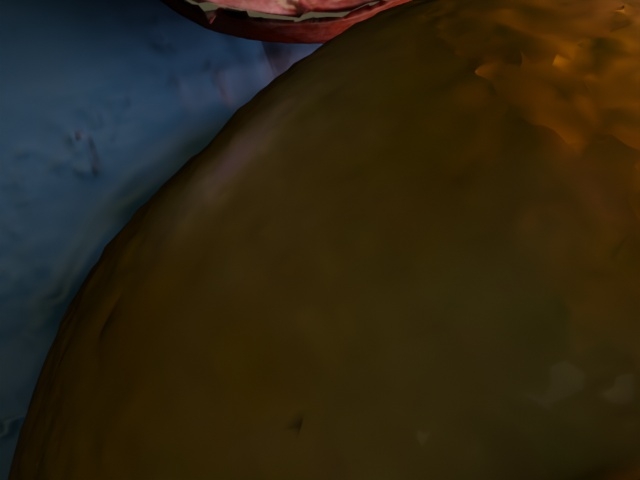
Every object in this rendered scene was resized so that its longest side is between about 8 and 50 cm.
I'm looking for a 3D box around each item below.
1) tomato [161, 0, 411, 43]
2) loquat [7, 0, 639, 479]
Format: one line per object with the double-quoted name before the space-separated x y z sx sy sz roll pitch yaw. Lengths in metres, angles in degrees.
"tomato" -0.015 -0.167 0.665 0.225 0.085 0.225 3 75 -9
"loquat" 0.072 0.094 0.457 0.328 0.359 0.328 0 89 5
